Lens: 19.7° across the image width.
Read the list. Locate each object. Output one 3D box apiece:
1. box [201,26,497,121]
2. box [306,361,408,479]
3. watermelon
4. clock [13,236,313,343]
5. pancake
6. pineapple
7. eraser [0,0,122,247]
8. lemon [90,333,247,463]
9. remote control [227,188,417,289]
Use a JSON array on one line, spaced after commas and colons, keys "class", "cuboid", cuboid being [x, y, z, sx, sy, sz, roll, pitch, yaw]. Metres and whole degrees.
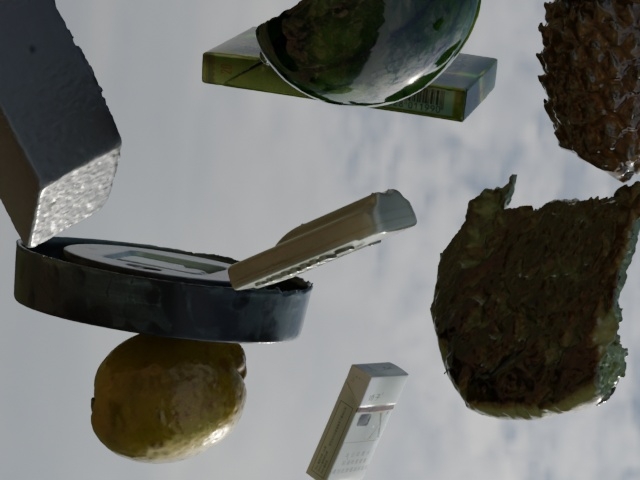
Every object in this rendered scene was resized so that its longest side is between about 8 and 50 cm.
[{"class": "box", "cuboid": [0.037, -0.197, 2.137, 0.173, 0.311, 0.043, -44, 141, -65]}, {"class": "box", "cuboid": [0.045, 0.224, 2.262, 0.040, 0.084, 0.154, 34, -72, 35]}, {"class": "watermelon", "cuboid": [0.053, -0.187, 1.659, 0.127, 0.232, 0.204, 60, 16, 3]}, {"class": "clock", "cuboid": [-0.203, 0.062, 2.347, 0.386, 0.386, 0.076, -157, -105, -72]}, {"class": "pancake", "cuboid": [0.248, 0.066, 2.152, 0.427, 0.067, 0.305, 6, -112, 63]}, {"class": "pineapple", "cuboid": [0.326, -0.263, 2.073, 0.202, 0.202, 0.362, -115, -175, -57]}, {"class": "eraser", "cuboid": [-0.289, -0.173, 1.661, 0.077, 0.111, 0.352, -15, -76, 48]}, {"class": "lemon", "cuboid": [-0.185, 0.189, 2.276, 0.170, 0.207, 0.170, 164, -90, -82]}, {"class": "remote control", "cuboid": [0.000, 0.001, 1.969, 0.230, 0.090, 0.049, -24, -96, 42]}]
